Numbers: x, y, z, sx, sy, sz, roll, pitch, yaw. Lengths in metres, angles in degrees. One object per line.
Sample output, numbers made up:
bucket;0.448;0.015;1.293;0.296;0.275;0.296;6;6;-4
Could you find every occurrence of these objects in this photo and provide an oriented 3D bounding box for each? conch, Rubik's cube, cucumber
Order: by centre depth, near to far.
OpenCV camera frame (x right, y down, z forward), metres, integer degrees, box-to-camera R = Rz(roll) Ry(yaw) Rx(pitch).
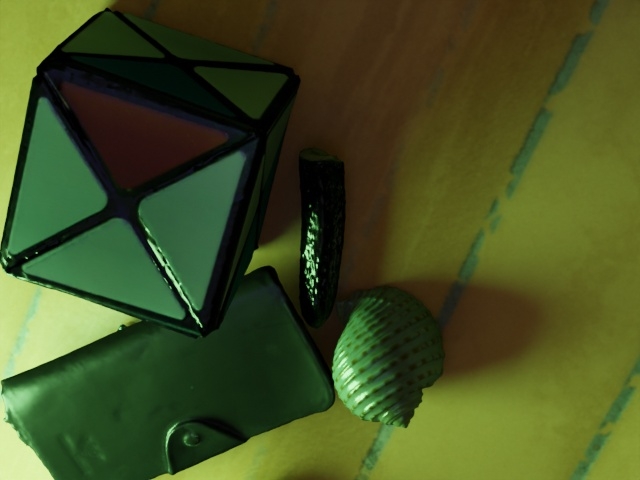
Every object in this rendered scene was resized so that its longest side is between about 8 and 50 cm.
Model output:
Rubik's cube;-0.178;-0.077;1.857;0.250;0.246;0.248;18;113;2
cucumber;0.000;0.000;1.959;0.052;0.058;0.215;10;115;19
conch;0.077;0.136;1.981;0.135;0.102;0.153;-20;106;0

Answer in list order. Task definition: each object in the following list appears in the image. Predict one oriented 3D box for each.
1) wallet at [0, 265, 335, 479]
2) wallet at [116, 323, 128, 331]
wallet;-0.176;0.178;2.035;0.377;0.051;0.197;-23;112;14
wallet;-0.224;0.172;2.077;0.088;0.026;0.129;27;112;-2
